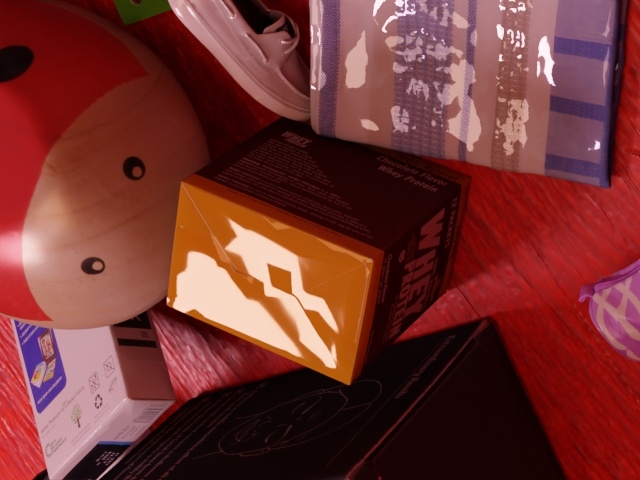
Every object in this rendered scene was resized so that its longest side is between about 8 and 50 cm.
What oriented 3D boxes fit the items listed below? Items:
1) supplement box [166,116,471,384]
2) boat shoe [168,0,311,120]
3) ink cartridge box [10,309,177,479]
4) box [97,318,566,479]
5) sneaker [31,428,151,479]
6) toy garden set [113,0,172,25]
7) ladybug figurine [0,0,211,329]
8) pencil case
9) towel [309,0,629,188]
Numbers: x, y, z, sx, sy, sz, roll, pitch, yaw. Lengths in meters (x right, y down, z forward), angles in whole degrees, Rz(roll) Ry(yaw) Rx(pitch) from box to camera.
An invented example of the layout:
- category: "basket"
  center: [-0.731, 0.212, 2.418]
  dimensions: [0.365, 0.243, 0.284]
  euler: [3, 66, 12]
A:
- category: "supplement box"
  center: [0.000, 0.000, 1.590]
  dimensions: [0.191, 0.194, 0.129]
  euler: [22, 122, 21]
- category: "boat shoe"
  center: [-0.054, -0.182, 1.593]
  dimensions: [0.063, 0.066, 0.184]
  euler: [-30, 113, 33]
- category: "ink cartridge box"
  center: [-0.249, 0.059, 1.798]
  dimensions: [0.165, 0.065, 0.333]
  euler: [-45, 54, 39]
- category: "box"
  center: [-0.014, 0.266, 1.672]
  dimensions: [0.395, 0.293, 0.212]
  euler: [-18, 104, 37]
- category: "sneaker"
  center: [-0.283, 0.302, 1.963]
  dimensions: [0.127, 0.126, 0.321]
  euler: [29, 127, 9]
- category: "toy garden set"
  center: [-0.139, -0.337, 1.602]
  dimensions: [0.204, 0.049, 0.244]
  euler: [-13, 106, 37]
- category: "ladybug figurine"
  center: [-0.301, -0.084, 1.691]
  dimensions: [0.449, 0.162, 0.305]
  euler: [23, 97, 35]
- category: "pencil case"
  center: [0.313, 0.021, 1.476]
  dimensions: [0.088, 0.086, 0.206]
  euler: [36, 129, -13]
- category: "towel"
  center: [0.119, -0.160, 1.527]
  dimensions: [0.285, 0.034, 0.209]
  euler: [13, 120, 21]
